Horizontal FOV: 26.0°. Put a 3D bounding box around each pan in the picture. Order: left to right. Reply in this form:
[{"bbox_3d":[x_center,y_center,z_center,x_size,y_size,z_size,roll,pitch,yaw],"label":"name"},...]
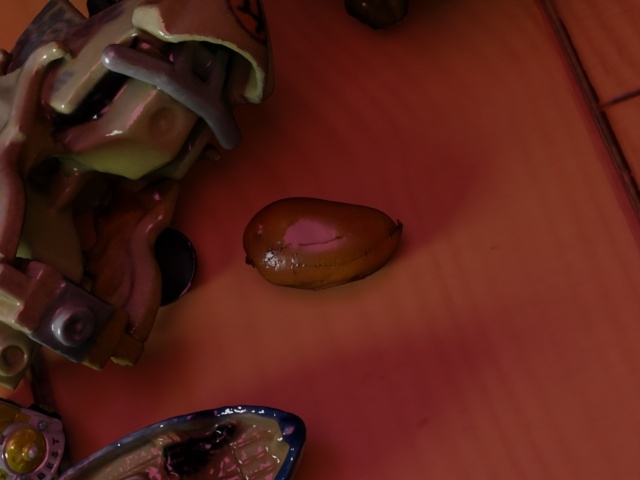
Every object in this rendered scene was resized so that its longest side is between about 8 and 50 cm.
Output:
[{"bbox_3d":[-0.142,0.043,1.117,0.068,0.023,0.115,26,77,17],"label":"pan"}]

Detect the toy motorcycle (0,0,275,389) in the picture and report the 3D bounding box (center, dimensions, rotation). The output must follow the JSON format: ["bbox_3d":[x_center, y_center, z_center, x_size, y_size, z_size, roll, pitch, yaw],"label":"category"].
[{"bbox_3d":[-0.171,-0.071,1.069,0.237,0.169,0.410,25,85,52],"label":"toy motorcycle"}]

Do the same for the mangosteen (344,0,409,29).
[{"bbox_3d":[0.078,-0.351,1.051,0.330,0.330,0.330,-3,73,11],"label":"mangosteen"}]

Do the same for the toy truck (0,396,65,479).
[{"bbox_3d":[-0.252,0.153,1.066,0.111,0.077,0.076,5,69,42],"label":"toy truck"}]

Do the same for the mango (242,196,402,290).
[{"bbox_3d":[0.000,0.000,1.082,0.127,0.063,0.077,0,65,11],"label":"mango"}]

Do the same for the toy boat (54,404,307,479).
[{"bbox_3d":[-0.125,0.193,1.020,0.262,0.115,0.114,-26,70,3],"label":"toy boat"}]
